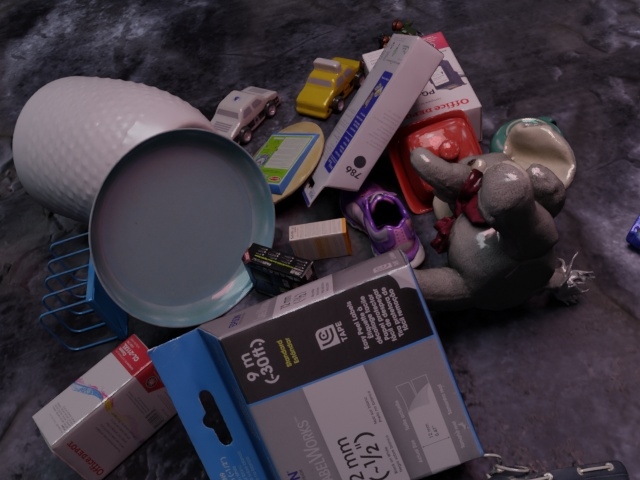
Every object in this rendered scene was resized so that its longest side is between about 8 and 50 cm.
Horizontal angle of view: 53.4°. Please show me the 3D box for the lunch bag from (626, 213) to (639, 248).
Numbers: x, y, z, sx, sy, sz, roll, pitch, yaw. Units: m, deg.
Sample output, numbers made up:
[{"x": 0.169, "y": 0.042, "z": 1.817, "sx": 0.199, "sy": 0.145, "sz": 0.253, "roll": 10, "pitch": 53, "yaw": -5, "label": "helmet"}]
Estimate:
[{"x": 0.621, "y": -0.049, "z": 0.948, "sx": 0.221, "sy": 0.138, "sz": 0.293, "roll": 29, "pitch": 77, "yaw": 33, "label": "lunch bag"}]

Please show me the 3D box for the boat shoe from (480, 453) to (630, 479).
[{"x": 0.236, "y": 0.297, "z": 0.740, "sx": 0.254, "sy": 0.095, "sz": 0.079, "roll": -8, "pitch": 49, "yaw": 7, "label": "boat shoe"}]

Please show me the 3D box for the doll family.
[{"x": 0.162, "y": -0.413, "z": 1.407, "sx": 0.111, "sy": 0.076, "sz": 0.193, "roll": 29, "pitch": 52, "yaw": 1, "label": "doll family"}]

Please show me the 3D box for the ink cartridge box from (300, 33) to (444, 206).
[{"x": 0.080, "y": -0.203, "z": 1.123, "sx": 0.333, "sy": 0.065, "sz": 0.165, "roll": -56, "pitch": 18, "yaw": 13, "label": "ink cartridge box"}]

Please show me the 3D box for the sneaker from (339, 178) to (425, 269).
[{"x": 0.098, "y": -0.051, "z": 1.087, "sx": 0.095, "sy": 0.105, "sz": 0.236, "roll": -26, "pitch": 44, "yaw": -5, "label": "sneaker"}]

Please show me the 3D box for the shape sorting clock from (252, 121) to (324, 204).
[{"x": -0.076, "y": -0.145, "z": 1.228, "sx": 0.206, "sy": 0.040, "sz": 0.206, "roll": -26, "pitch": 38, "yaw": 22, "label": "shape sorting clock"}]

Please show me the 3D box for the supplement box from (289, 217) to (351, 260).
[{"x": 0.000, "y": 0.000, "z": 1.096, "sx": 0.098, "sy": 0.062, "sz": 0.036, "roll": -8, "pitch": 48, "yaw": 7, "label": "supplement box"}]

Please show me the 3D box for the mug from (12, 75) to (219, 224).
[{"x": -0.312, "y": -0.155, "z": 1.190, "sx": 0.328, "sy": 0.276, "sz": 0.374, "roll": 14, "pitch": 15, "yaw": 35, "label": "mug"}]

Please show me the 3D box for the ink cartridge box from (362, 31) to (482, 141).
[{"x": 0.197, "y": -0.282, "z": 1.256, "sx": 0.171, "sy": 0.100, "sz": 0.237, "roll": -16, "pitch": 54, "yaw": 1, "label": "ink cartridge box"}]

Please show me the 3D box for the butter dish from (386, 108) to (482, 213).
[{"x": 0.212, "y": -0.145, "z": 1.096, "sx": 0.159, "sy": 0.118, "sz": 0.160, "roll": -19, "pitch": 86, "yaw": -3, "label": "butter dish"}]

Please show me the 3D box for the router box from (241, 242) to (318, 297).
[{"x": -0.061, "y": 0.060, "z": 1.038, "sx": 0.122, "sy": 0.092, "sz": 0.038, "roll": 16, "pitch": 55, "yaw": 28, "label": "router box"}]

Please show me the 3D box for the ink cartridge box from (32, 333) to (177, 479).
[{"x": -0.296, "y": 0.242, "z": 0.913, "sx": 0.175, "sy": 0.127, "sz": 0.072, "roll": -40, "pitch": 50, "yaw": -21, "label": "ink cartridge box"}]

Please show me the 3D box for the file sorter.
[{"x": -0.403, "y": 0.086, "z": 1.094, "sx": 0.104, "sy": 0.118, "sz": 0.170, "roll": -18, "pitch": 46, "yaw": 4, "label": "file sorter"}]

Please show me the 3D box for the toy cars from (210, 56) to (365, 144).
[{"x": -0.077, "y": -0.322, "z": 1.392, "sx": 0.393, "sy": 0.087, "sz": 0.176, "roll": -19, "pitch": 46, "yaw": -2, "label": "toy cars"}]

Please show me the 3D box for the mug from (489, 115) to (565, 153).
[{"x": 0.362, "y": -0.163, "z": 1.120, "sx": 0.129, "sy": 0.097, "sz": 0.158, "roll": -6, "pitch": 48, "yaw": 11, "label": "mug"}]

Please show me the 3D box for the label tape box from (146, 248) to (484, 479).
[{"x": -0.014, "y": 0.192, "z": 0.773, "sx": 0.347, "sy": 0.249, "sz": 0.115, "roll": -22, "pitch": 9, "yaw": 2, "label": "label tape box"}]

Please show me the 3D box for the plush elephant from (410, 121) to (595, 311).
[{"x": 0.232, "y": -0.045, "z": 0.927, "sx": 0.329, "sy": 0.272, "sz": 0.255, "roll": 13, "pitch": 42, "yaw": -33, "label": "plush elephant"}]

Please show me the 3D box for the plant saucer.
[{"x": -0.216, "y": -0.019, "z": 1.019, "sx": 0.317, "sy": 0.318, "sz": 0.043, "roll": -43, "pitch": 31, "yaw": -23, "label": "plant saucer"}]
